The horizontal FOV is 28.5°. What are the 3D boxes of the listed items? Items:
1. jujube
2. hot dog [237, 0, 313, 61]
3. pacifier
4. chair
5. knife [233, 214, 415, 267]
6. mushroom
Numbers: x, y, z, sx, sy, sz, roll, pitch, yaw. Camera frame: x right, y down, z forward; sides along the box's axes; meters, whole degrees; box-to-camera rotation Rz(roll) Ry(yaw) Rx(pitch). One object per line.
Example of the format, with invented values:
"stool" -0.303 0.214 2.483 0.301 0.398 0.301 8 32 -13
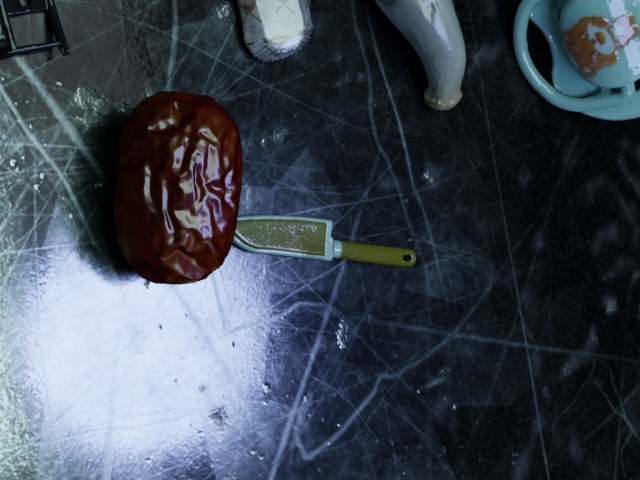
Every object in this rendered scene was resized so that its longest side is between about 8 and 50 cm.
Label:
"jujube" -0.187 -0.070 1.650 0.174 0.174 0.250 -4 101 -36
"hot dog" -0.074 -0.353 1.802 0.108 0.059 0.191 -19 103 -21
"pacifier" 0.472 -0.373 2.123 0.269 0.288 0.343 -61 133 -62
"chair" -0.417 -0.284 1.509 0.260 0.141 0.154 -16 98 -32
"knife" 0.000 -0.001 1.859 0.343 0.027 0.061 6 86 -32
"mushroom" 0.160 -0.326 1.933 0.103 0.118 0.270 -37 107 -33
